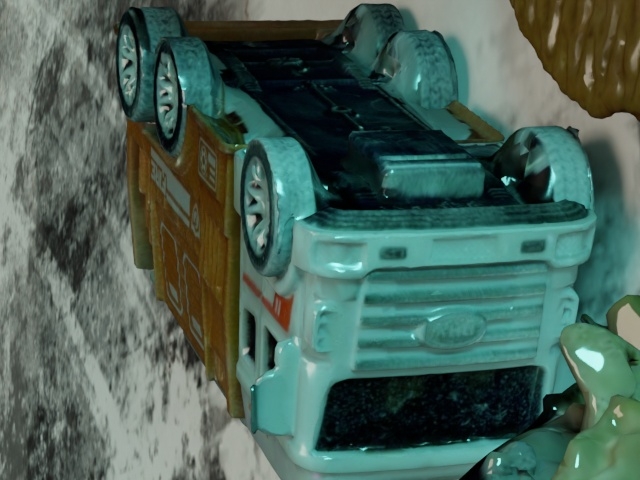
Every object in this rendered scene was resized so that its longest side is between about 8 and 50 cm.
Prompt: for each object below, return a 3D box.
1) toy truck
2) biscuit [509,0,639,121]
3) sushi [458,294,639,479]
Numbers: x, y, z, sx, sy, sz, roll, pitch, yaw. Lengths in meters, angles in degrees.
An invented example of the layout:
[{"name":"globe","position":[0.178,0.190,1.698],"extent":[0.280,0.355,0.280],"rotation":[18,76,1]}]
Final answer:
[{"name":"toy truck","position":[0.000,0.000,0.865],"extent":[0.305,0.136,0.162],"rotation":[-132,42,-63]},{"name":"biscuit","position":[0.128,-0.170,0.696],"extent":[0.262,0.037,0.262],"rotation":[-178,90,-67]},{"name":"sushi","position":[0.118,0.115,0.469],"extent":[0.238,0.225,0.219],"rotation":[49,132,13]}]
